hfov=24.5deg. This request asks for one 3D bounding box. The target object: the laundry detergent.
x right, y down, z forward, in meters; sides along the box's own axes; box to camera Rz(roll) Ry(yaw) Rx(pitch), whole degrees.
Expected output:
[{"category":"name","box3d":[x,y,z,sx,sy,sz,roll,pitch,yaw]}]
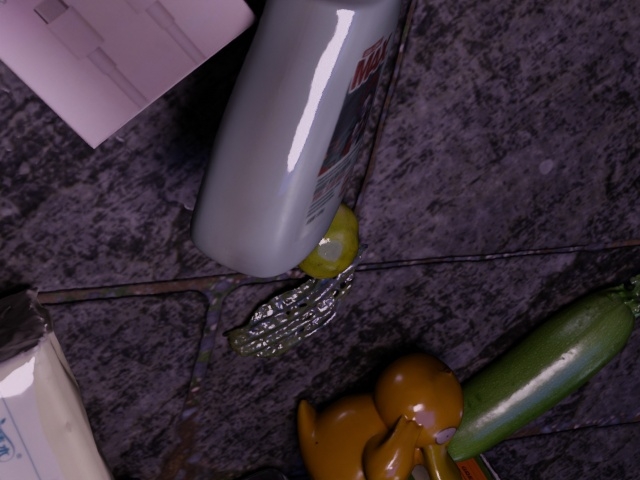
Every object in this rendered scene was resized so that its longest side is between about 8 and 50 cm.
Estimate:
[{"category":"laundry detergent","box3d":[0.002,-0.182,1.417,0.264,0.124,0.398,-48,160,-57]}]

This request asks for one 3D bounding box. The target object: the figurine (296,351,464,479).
[{"category":"figurine","box3d":[0.078,0.253,1.865,0.228,0.215,0.215,-14,138,14]}]

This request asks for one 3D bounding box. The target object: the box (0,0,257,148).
[{"category":"box","box3d":[-0.210,-0.235,1.328,0.203,0.106,0.252,-36,135,6]}]

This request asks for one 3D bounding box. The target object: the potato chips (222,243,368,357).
[{"category":"potato chips","box3d":[-0.017,0.077,1.759,0.207,0.028,0.092,-36,137,6]}]

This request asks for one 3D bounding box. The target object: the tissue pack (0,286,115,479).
[{"category":"tissue pack","box3d":[-0.356,0.277,1.544,0.297,0.207,0.380,-21,113,-11]}]

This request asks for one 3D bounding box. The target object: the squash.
[{"category":"squash","box3d":[0.293,0.174,1.967,0.378,0.101,0.101,-37,136,3]}]

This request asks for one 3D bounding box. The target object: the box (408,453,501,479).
[{"category":"box","box3d":[0.153,0.397,2.024,0.148,0.177,0.195,-1,127,-28]}]

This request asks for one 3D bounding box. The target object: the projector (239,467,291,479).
[{"category":"projector","box3d":[-0.035,0.572,1.913,0.242,0.395,0.405,-27,136,-8]}]

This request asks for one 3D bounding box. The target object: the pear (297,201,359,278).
[{"category":"pear","box3d":[0.000,0.000,1.660,0.097,0.092,0.092,2,126,-31]}]

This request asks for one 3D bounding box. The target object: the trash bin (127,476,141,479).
[{"category":"trash bin","box3d":[-0.297,0.376,1.774,0.161,0.175,0.175,1,127,-18]}]
